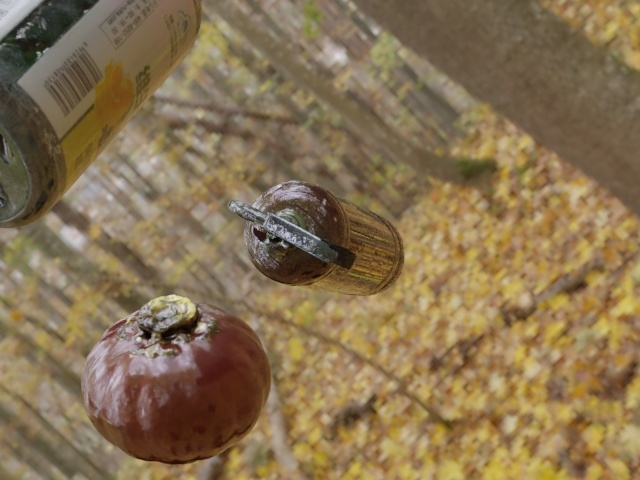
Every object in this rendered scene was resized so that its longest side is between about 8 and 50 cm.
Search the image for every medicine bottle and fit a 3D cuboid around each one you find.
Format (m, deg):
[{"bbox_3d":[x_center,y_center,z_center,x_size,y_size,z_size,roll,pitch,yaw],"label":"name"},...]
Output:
[{"bbox_3d":[-0.179,-0.148,0.946,0.141,0.141,0.293,-32,19,45],"label":"medicine bottle"}]

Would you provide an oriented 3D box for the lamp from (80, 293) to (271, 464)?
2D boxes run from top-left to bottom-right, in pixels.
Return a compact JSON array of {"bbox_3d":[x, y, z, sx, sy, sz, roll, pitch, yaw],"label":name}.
[{"bbox_3d":[-0.076,0.075,0.690,0.101,0.090,0.101,-5,26,2],"label":"lamp"}]

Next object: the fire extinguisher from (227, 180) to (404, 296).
[{"bbox_3d":[0.000,0.000,0.561,0.043,0.064,0.158,-65,-16,1],"label":"fire extinguisher"}]
